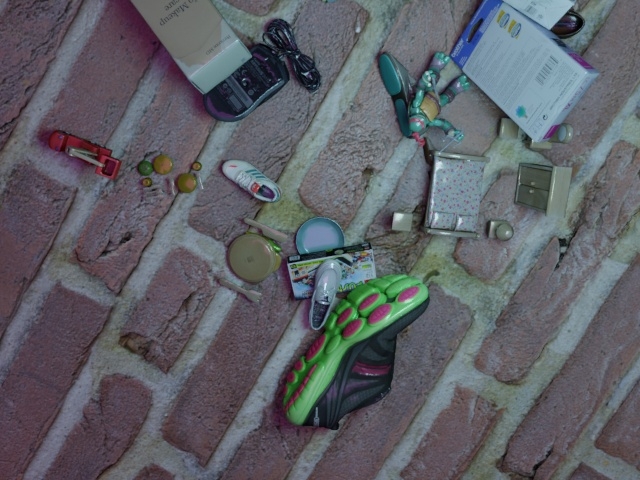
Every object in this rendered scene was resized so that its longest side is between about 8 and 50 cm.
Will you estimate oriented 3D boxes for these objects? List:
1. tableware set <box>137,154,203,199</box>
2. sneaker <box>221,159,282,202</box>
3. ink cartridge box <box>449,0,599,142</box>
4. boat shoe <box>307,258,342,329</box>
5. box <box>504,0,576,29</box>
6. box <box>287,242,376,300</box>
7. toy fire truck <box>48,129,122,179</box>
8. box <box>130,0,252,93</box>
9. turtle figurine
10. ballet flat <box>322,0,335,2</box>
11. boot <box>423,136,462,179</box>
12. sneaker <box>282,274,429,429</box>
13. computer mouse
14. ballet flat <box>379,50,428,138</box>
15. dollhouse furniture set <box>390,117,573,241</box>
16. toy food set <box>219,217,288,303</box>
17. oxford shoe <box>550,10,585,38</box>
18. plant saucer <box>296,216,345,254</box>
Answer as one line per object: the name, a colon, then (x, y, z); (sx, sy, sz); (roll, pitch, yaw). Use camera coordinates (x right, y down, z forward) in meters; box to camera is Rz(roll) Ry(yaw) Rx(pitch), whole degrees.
tableware set: (-0.361, -0.158, 1.678); (0.154, 0.024, 0.103); (-11, 97, 3)
sneaker: (-0.163, -0.141, 1.653); (0.161, 0.075, 0.057); (33, 98, -6)
ink cartridge box: (0.437, -0.386, 1.526); (0.311, 0.065, 0.185); (52, 134, 25)
boat shoe: (0.007, 0.133, 1.667); (0.066, 0.063, 0.184); (16, 117, -13)
box: (0.488, -0.613, 1.489); (0.169, 0.087, 0.289); (31, 63, -5)
box: (0.030, 0.077, 1.696); (0.207, 0.036, 0.114); (-10, 120, 2)
toy fire truck: (-0.548, -0.202, 1.610); (0.192, 0.135, 0.047); (21, 99, -4)
box: (-0.304, -0.494, 1.525); (0.148, 0.121, 0.311); (-38, 82, 4)
turtle figurine: (0.253, -0.308, 1.556); (0.118, 0.234, 0.175); (-3, 135, 37)
ballet flat: (0.074, -0.610, 1.575); (0.188, 0.070, 0.070); (-35, 98, 6)
boot: (0.298, -0.197, 1.666); (0.087, 0.042, 0.118); (-12, 101, -4)
sneaker: (0.102, 0.275, 1.689); (0.202, 0.185, 0.482); (30, 112, -25)
computer mouse: (-0.150, -0.369, 1.621); (0.272, 0.072, 0.188); (-34, 97, -7)
ballet flat: (0.199, -0.345, 1.631); (0.068, 0.072, 0.213); (-25, 101, -24)
dollhouse furniture set: (0.364, -0.147, 1.576); (0.356, 0.174, 0.302); (4, 100, -11)
toy food set: (-0.164, 0.044, 1.711); (0.133, 0.038, 0.192); (26, 105, 2)
oxford shoe: (0.488, -0.499, 1.581); (0.228, 0.096, 0.082); (-4, 102, 2)
plant saucer: (0.000, 0.000, 1.707); (0.120, 0.021, 0.119); (0, 101, 0)
